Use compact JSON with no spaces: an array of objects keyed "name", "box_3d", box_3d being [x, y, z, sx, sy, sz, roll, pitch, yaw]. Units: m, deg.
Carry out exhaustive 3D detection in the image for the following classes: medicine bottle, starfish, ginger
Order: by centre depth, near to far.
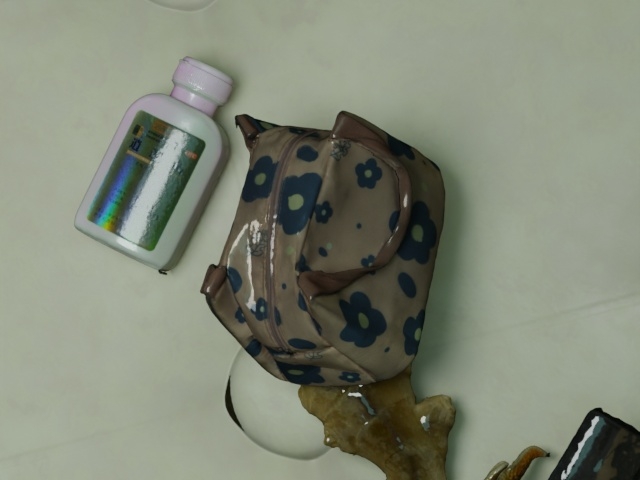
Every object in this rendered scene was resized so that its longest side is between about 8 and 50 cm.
[{"name":"starfish","box_3d":[0.145,0.317,1.587,0.050,0.138,0.247,27,97,25]},{"name":"ginger","box_3d":[0.072,0.191,1.640,0.148,0.081,0.334,-22,85,-15]},{"name":"medicine bottle","box_3d":[-0.165,-0.085,1.688,0.115,0.078,0.219,26,90,10]}]

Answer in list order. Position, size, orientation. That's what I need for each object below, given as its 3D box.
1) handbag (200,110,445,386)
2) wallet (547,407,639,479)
[{"name":"handbag","box_3d":[0.000,0.000,1.561,0.190,0.193,0.252,-2,67,33]},{"name":"wallet","box_3d":[0.253,0.333,1.555,0.170,0.044,0.321,29,94,-19]}]
